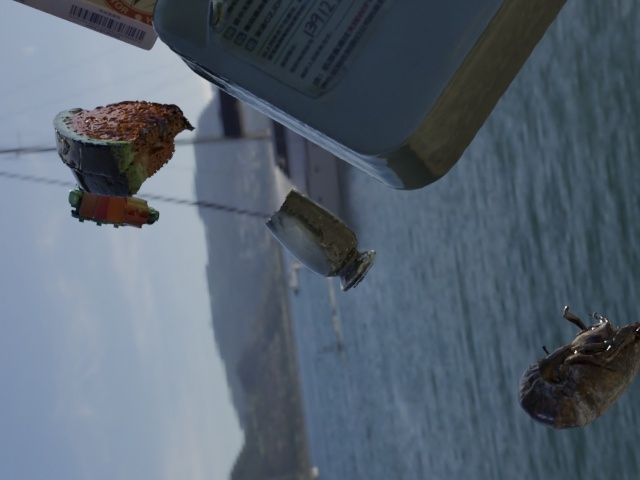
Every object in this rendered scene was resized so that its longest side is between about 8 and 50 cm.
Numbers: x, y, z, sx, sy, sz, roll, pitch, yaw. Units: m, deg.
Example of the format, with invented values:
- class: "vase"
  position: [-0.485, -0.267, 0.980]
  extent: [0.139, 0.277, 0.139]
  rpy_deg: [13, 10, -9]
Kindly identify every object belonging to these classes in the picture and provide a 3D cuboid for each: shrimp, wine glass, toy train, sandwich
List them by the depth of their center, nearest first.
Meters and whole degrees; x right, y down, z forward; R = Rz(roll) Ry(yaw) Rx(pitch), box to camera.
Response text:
- class: "sandwich"
  position: [-0.263, -0.120, 1.467]
  extent: [0.235, 0.159, 0.079]
  rpy_deg: [16, 123, 46]
- class: "shrimp"
  position: [0.431, 0.176, 1.784]
  extent: [0.145, 0.343, 0.116]
  rpy_deg: [17, 132, 48]
- class: "toy train"
  position: [-0.357, -0.055, 2.021]
  extent: [0.176, 0.118, 0.074]
  rpy_deg: [16, -94, -58]
- class: "wine glass"
  position: [0.000, 0.000, 2.129]
  extent: [0.111, 0.204, 0.111]
  rpy_deg: [-52, 3, 3]

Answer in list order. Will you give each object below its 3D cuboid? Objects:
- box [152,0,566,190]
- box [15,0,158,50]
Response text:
- class: "box"
  position: [0.059, -0.287, 1.133]
  extent: [0.397, 0.396, 0.111]
  rpy_deg: [34, 179, 37]
- class: "box"
  position: [-0.367, -0.419, 1.579]
  extent: [0.069, 0.353, 0.214]
  rpy_deg: [137, 148, -57]
